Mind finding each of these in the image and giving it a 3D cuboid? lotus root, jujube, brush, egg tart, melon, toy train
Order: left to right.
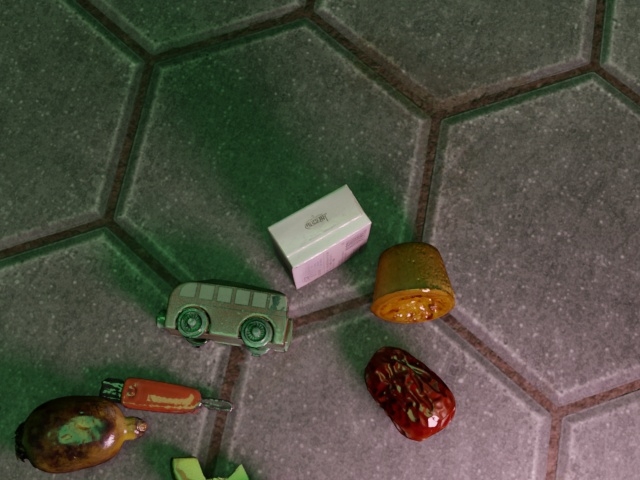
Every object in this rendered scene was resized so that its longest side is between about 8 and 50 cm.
[{"bbox_3d":[-0.555,0.436,1.778,0.314,0.141,0.169,-9,79,-3],"label":"lotus root"},{"bbox_3d":[-0.362,0.374,1.844,0.323,0.051,0.070,8,69,6],"label":"brush"},{"bbox_3d":[-0.247,0.554,1.786,0.210,0.064,0.118,3,70,-1],"label":"melon"},{"bbox_3d":[-0.222,0.181,1.852,0.327,0.129,0.159,8,70,3],"label":"toy train"},{"bbox_3d":[0.198,0.349,1.791,0.230,0.155,0.155,42,79,17],"label":"jujube"},{"bbox_3d":[0.210,0.097,1.844,0.203,0.202,0.147,-5,63,-1],"label":"egg tart"}]

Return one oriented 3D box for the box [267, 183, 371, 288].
[{"bbox_3d":[-0.001,-0.002,1.821,0.203,0.274,0.116,-31,78,-6],"label":"box"}]
